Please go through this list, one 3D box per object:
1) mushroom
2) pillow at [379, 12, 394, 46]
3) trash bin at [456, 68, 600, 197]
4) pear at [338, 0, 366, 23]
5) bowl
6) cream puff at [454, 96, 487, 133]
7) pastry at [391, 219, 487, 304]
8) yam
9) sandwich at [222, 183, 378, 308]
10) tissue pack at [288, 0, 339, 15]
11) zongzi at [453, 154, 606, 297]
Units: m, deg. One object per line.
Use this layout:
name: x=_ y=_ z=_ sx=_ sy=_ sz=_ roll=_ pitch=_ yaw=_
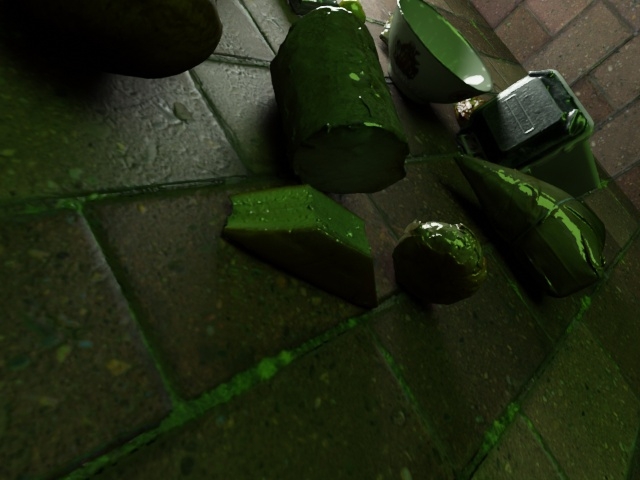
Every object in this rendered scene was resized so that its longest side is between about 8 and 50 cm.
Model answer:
mushroom: x=-0.245 y=-0.304 z=0.590 sx=0.263 sy=0.195 sz=0.283 roll=25 pitch=21 yaw=32
pillow: x=0.272 y=-0.582 z=1.450 sx=0.208 sy=0.052 sz=0.212 roll=35 pitch=40 yaw=-14
trash bin: x=0.585 y=-0.238 z=1.325 sx=0.367 sy=0.296 sz=0.256 roll=28 pitch=38 yaw=-45
pear: x=0.069 y=-0.551 z=1.206 sx=0.092 sy=0.092 sz=0.097 roll=32 pitch=82 yaw=-20
bowl: x=0.282 y=-0.467 z=1.275 sx=0.337 sy=0.157 sz=0.337 roll=25 pitch=44 yaw=-26
cream puff: x=0.465 y=-0.366 z=1.427 sx=0.149 sy=0.084 sz=0.149 roll=25 pitch=41 yaw=-25
pastry: x=0.186 y=0.035 z=0.764 sx=0.153 sy=0.153 sz=0.081 roll=49 pitch=41 yaw=1
yam: x=0.022 y=-0.227 z=0.795 sx=0.195 sy=0.195 sz=0.300 roll=15 pitch=49 yaw=-35
sandwich: x=0.000 y=0.000 z=0.657 sx=0.258 sy=0.096 sz=0.094 roll=28 pitch=37 yaw=-28
tissue pack: x=-0.032 y=-0.607 z=1.162 sx=0.112 sy=0.051 sz=0.156 roll=-9 pitch=66 yaw=-31
zongzi: x=0.509 y=-0.085 z=1.167 sx=0.393 sy=0.174 sz=0.356 roll=48 pitch=33 yaw=10
